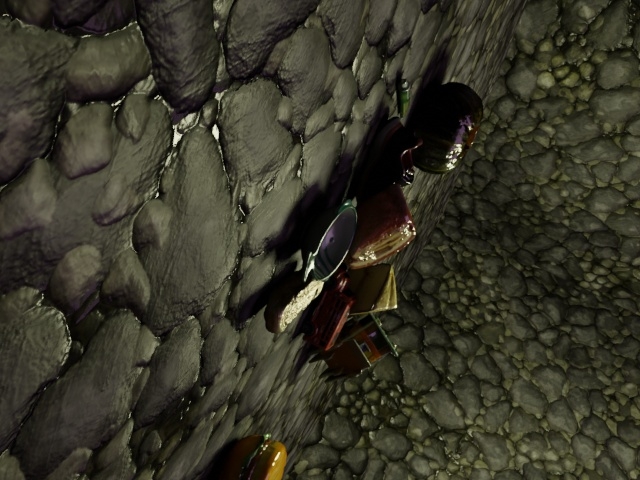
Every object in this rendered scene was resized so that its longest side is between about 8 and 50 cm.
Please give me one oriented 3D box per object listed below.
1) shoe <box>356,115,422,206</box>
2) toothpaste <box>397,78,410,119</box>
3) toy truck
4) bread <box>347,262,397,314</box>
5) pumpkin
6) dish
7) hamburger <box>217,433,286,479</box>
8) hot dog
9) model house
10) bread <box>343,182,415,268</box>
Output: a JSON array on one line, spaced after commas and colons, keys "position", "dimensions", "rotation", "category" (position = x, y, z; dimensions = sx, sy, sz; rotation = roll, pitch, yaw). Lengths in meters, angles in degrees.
[{"position": [0.193, -0.188, 1.410], "dimensions": [0.114, 0.137, 0.290], "rotation": [-34, 149, -58], "category": "shoe"}, {"position": [0.226, -0.385, 1.382], "dimensions": [0.049, 0.032, 0.204], "rotation": [-61, 167, -3], "category": "toothpaste"}, {"position": [0.039, 0.219, 1.646], "dimensions": [0.252, 0.114, 0.107], "rotation": [-64, 163, 11], "category": "toy truck"}, {"position": [0.131, 0.161, 1.738], "dimensions": [0.135, 0.240, 0.178], "rotation": [3, 78, -38], "category": "bread"}, {"position": [0.421, -0.374, 1.718], "dimensions": [0.320, 0.192, 0.320], "rotation": [-57, 165, -25], "category": "pumpkin"}, {"position": [0.000, 0.000, 1.210], "dimensions": [0.246, 0.078, 0.224], "rotation": [-36, 146, -52], "category": "dish"}, {"position": [-0.215, 0.700, 1.553], "dimensions": [0.246, 0.170, 0.245], "rotation": [15, 90, -76], "category": "hamburger"}, {"position": [-0.069, 0.131, 1.231], "dimensions": [0.242, 0.073, 0.084], "rotation": [-41, 152, -53], "category": "hot dog"}, {"position": [0.088, 0.379, 1.992], "dimensions": [0.313, 0.242, 0.357], "rotation": [-30, -170, -2], "category": "model house"}, {"position": [0.141, -0.025, 1.373], "dimensions": [0.244, 0.123, 0.190], "rotation": [-32, 154, 10], "category": "bread"}]
